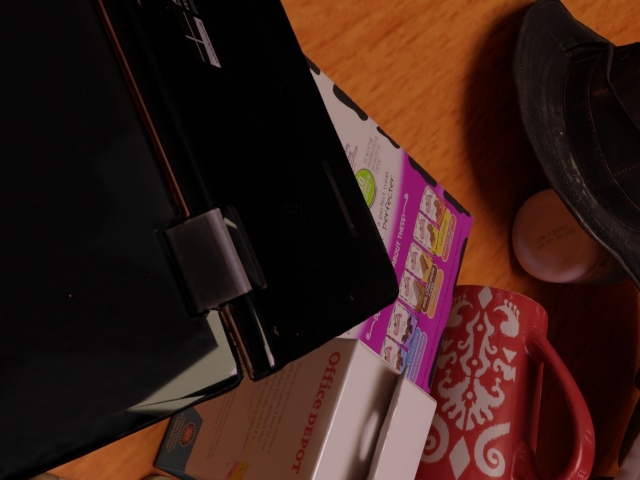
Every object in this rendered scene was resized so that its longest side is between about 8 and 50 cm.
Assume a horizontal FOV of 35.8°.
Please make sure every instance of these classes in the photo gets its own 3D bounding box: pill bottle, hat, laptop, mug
[{"bbox_3d":[0.256,-0.001,0.937,0.160,0.087,0.087,5,86,-49],"label":"pill bottle"},{"bbox_3d":[0.309,-0.112,0.888,0.331,0.134,0.331,29,47,-36],"label":"hat"},{"bbox_3d":[-0.174,-0.091,0.406,0.382,0.236,0.408,68,14,3],"label":"laptop"},{"bbox_3d":[0.135,0.131,0.759,0.113,0.150,0.169,64,36,-61],"label":"mug"}]

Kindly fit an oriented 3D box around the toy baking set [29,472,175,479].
[{"bbox_3d":[-0.117,0.248,0.545,0.197,0.030,0.256,-3,91,-49],"label":"toy baking set"}]

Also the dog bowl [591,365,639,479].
[{"bbox_3d":[0.369,0.124,0.937,0.349,0.102,0.349,-56,162,-29],"label":"dog bowl"}]

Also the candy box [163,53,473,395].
[{"bbox_3d":[0.000,0.000,0.653,0.233,0.071,0.159,39,60,-42],"label":"candy box"}]

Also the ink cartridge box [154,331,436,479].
[{"bbox_3d":[-0.007,0.115,0.588,0.090,0.143,0.092,41,60,-41],"label":"ink cartridge box"}]
